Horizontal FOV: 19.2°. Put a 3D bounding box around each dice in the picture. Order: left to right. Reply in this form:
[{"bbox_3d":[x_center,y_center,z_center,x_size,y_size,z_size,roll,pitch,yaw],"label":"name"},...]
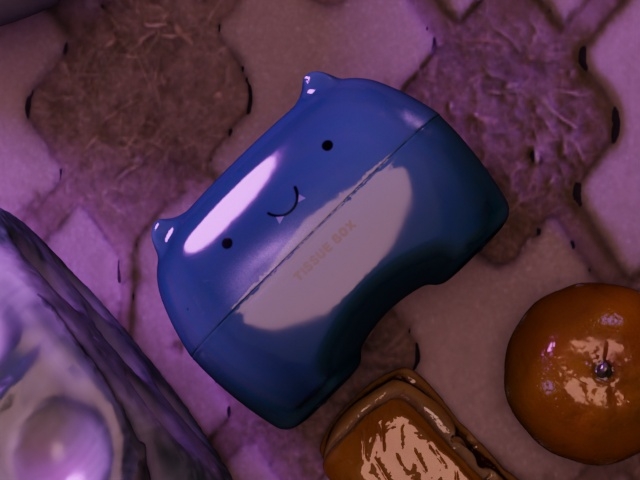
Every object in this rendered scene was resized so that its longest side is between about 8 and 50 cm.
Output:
[{"bbox_3d":[-0.288,0.190,1.527,0.328,0.348,0.330,-40,85,-1],"label":"dice"}]

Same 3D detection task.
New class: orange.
[{"bbox_3d":[0.233,0.112,1.601,0.156,0.124,0.156,0,89,6],"label":"orange"}]

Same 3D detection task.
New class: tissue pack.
[{"bbox_3d":[0.000,0.000,1.591,0.287,0.198,0.206,-43,84,2],"label":"tissue pack"}]

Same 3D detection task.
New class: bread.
[{"bbox_3d":[0.093,0.212,1.633,0.116,0.077,0.200,-44,83,8],"label":"bread"}]

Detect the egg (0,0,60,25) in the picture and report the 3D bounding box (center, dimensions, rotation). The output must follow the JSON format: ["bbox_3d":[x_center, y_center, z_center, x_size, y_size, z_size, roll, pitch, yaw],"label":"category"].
[{"bbox_3d":[-0.348,-0.312,1.604,0.336,0.278,0.278,-4,85,-1],"label":"egg"}]
